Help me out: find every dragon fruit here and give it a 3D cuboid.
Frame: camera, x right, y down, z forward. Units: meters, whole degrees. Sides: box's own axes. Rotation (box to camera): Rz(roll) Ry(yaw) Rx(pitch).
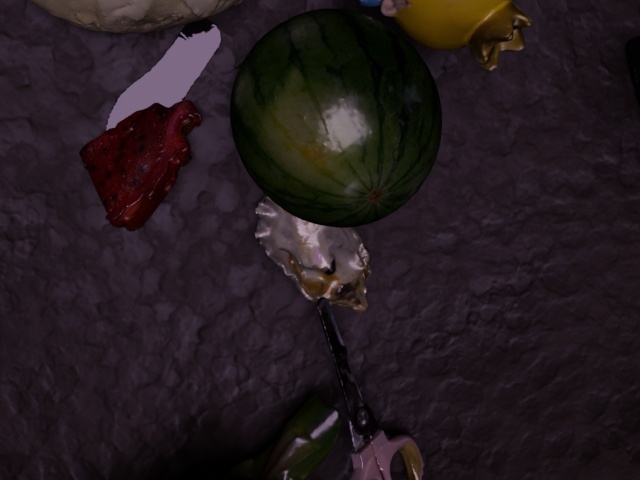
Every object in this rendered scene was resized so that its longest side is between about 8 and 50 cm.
[{"bbox_3d":[-0.162,-0.073,0.717,0.131,0.063,0.097,-34,106,0],"label":"dragon fruit"}]

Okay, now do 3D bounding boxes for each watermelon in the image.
[{"bbox_3d":[0.011,-0.117,0.678,0.188,0.214,0.188,-15,146,-10],"label":"watermelon"}]

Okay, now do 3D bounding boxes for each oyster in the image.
[{"bbox_3d":[0.000,0.000,0.761,0.146,0.045,0.121,20,101,-2],"label":"oyster"}]

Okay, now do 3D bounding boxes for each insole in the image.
[{"bbox_3d":[-0.154,-0.154,0.737,0.053,0.002,0.152,37,94,-12],"label":"insole"}]

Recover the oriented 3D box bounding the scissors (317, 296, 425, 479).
[{"bbox_3d":[0.049,0.206,0.767,0.024,0.160,0.317,-11,102,38],"label":"scissors"}]

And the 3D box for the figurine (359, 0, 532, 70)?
[{"bbox_3d":[0.090,-0.264,0.619,0.127,0.185,0.234,-19,61,-21],"label":"figurine"}]

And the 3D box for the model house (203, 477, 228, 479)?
[{"bbox_3d":[-0.071,0.468,0.642,0.335,0.342,0.382,-35,120,2],"label":"model house"}]

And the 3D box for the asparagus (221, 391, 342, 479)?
[{"bbox_3d":[-0.081,0.277,0.789,0.287,0.080,0.080,-43,102,-1],"label":"asparagus"}]

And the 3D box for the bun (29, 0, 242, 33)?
[{"bbox_3d":[-0.161,-0.300,0.632,0.259,0.160,0.259,-1,98,-5],"label":"bun"}]

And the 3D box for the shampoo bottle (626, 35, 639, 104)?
[{"bbox_3d":[0.375,-0.149,0.642,0.071,0.309,0.098,-16,101,-4],"label":"shampoo bottle"}]
